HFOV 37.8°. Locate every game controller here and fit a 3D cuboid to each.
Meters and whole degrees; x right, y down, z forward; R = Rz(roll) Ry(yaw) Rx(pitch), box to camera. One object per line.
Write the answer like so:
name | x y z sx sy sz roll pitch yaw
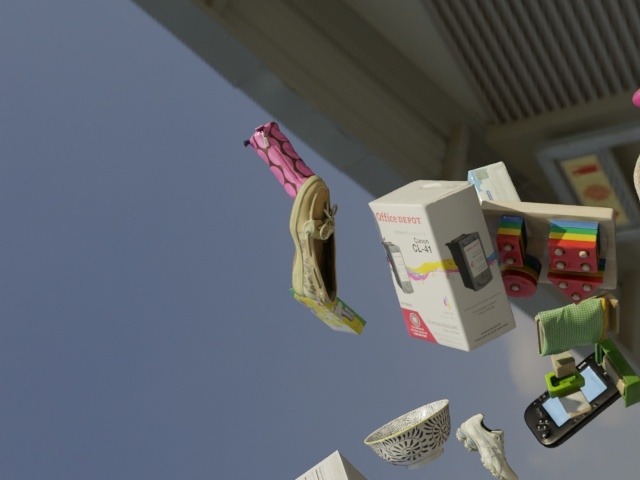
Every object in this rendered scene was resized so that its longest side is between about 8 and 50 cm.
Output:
game controller | 0.729 0.451 2.669 0.067 0.319 0.166 41 -169 -42

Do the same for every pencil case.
pencil case | -0.078 -0.174 2.151 0.209 0.095 0.098 50 170 12

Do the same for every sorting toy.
sorting toy | 0.461 0.037 1.893 0.255 0.257 0.089 65 -144 -51

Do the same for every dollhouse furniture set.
dollhouse furniture set | 0.645 0.286 2.251 0.302 0.197 0.151 71 178 -46

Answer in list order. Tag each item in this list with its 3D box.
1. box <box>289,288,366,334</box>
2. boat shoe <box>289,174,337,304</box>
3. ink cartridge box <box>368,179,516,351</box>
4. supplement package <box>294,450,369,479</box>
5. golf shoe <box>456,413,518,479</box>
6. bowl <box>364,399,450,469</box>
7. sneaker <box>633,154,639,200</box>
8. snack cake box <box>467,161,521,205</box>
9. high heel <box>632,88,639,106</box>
box | 0.016 0.159 2.240 0.179 0.105 0.043 40 -112 -33
boat shoe | 0.000 0.000 1.938 0.104 0.089 0.285 -37 -42 -42
ink cartridge box | 0.238 0.046 1.855 0.131 0.226 0.306 -25 -77 -22
supplement package | 0.077 0.647 2.121 0.262 0.145 0.204 49 -171 -32
golf shoe | 0.383 0.459 2.055 0.176 0.086 0.069 46 -178 10
bowl | 0.171 0.357 1.673 0.170 0.170 0.080 -22 -96 -57
sneaker | 0.721 -0.083 1.910 0.121 0.108 0.302 34 -131 -30
snack cake box | 0.406 -0.044 2.204 0.264 0.089 0.152 80 173 -59
high heel | 0.753 -0.272 1.889 0.082 0.244 0.117 61 -141 -45
